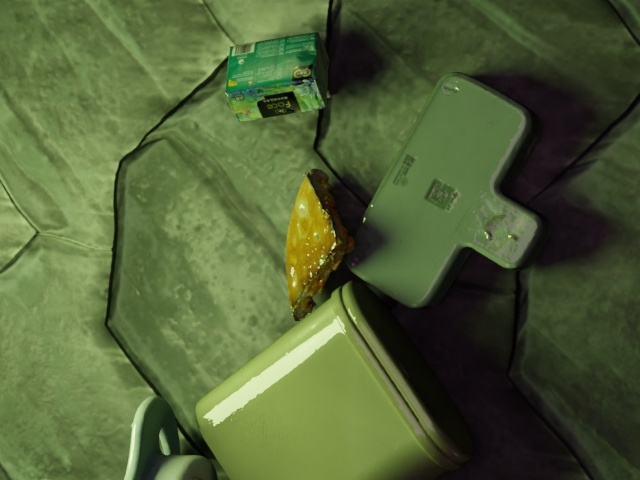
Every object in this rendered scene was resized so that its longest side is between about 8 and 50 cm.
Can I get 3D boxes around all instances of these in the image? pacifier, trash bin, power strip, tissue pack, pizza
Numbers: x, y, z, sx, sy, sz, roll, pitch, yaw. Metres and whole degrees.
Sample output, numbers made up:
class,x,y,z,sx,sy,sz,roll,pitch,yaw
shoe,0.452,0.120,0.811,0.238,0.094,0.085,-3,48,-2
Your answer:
class,x,y,z,sx,sy,sz,roll,pitch,yaw
pacifier,-0.240,0.325,1.492,0.233,0.299,0.244,3,133,6
trash bin,0.013,0.212,1.504,0.247,0.121,0.243,-38,79,16
power strip,0.164,-0.038,1.489,0.194,0.059,0.265,32,98,18
tissue pack,-0.047,-0.185,1.547,0.111,0.079,0.085,-8,52,14
pizza,0.000,0.000,1.517,0.131,0.041,0.178,-21,64,58
